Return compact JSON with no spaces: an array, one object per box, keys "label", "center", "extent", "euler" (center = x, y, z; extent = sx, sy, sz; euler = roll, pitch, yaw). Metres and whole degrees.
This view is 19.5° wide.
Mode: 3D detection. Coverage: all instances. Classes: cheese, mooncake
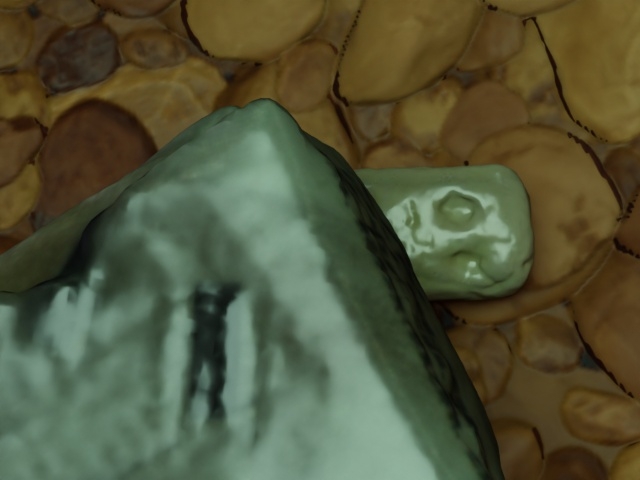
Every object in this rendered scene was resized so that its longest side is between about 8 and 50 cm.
[{"label":"cheese","center":[0.000,0.000,0.844],"extent":[0.194,0.043,0.065],"euler":[-1,71,8]},{"label":"mooncake","center":[-0.056,0.100,0.764],"extent":[0.250,0.136,0.254],"euler":[-31,72,9]}]
